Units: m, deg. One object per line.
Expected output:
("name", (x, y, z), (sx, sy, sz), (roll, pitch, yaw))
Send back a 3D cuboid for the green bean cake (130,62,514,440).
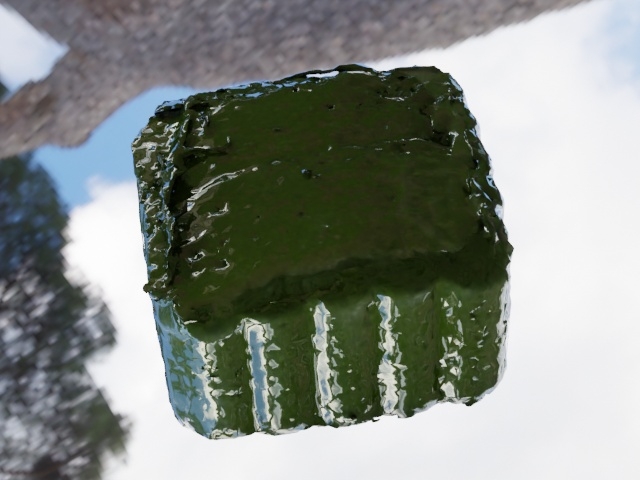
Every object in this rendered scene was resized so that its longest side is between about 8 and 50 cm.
("green bean cake", (0.000, 0.000, 1.032), (0.200, 0.113, 0.214), (-10, -139, -4))
